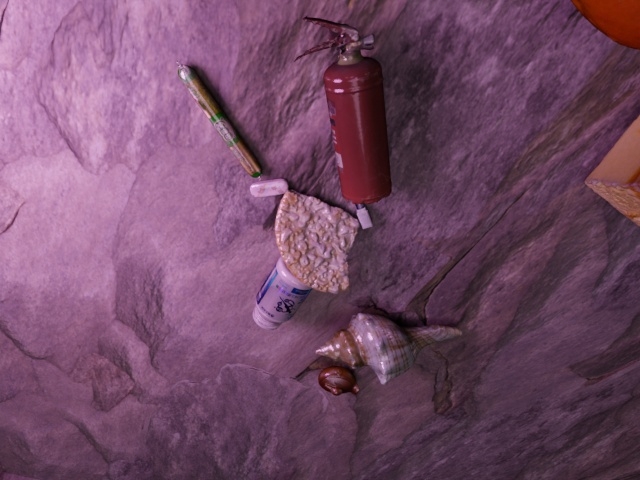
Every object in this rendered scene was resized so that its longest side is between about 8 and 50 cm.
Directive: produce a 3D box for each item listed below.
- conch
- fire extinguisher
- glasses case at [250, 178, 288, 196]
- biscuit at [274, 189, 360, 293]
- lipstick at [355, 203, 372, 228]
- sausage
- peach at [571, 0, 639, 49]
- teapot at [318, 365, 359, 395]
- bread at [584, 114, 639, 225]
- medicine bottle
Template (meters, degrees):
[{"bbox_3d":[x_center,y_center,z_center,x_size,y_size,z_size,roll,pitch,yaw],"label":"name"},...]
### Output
[{"bbox_3d":[0.180,0.292,1.069,0.385,0.170,0.203,10,150,-3],"label":"conch"},{"bbox_3d":[0.046,-0.229,0.734,0.147,0.106,0.337,-15,123,-3],"label":"fire extinguisher"},{"bbox_3d":[-0.110,-0.113,0.873,0.083,0.021,0.032,-7,122,6],"label":"glasses case"},{"bbox_3d":[0.000,0.000,0.898,0.188,0.040,0.266,-29,104,-10],"label":"biscuit"},{"bbox_3d":[0.088,-0.077,0.893,0.025,0.025,0.107,-18,118,13],"label":"lipstick"},{"bbox_3d":[-0.191,-0.225,0.790,0.032,0.033,0.269,-24,121,17],"label":"sausage"},{"bbox_3d":[0.476,-0.408,0.475,0.301,0.343,0.342,43,116,-10],"label":"peach"},{"bbox_3d":[0.055,0.431,1.214,0.129,0.078,0.098,22,123,-14],"label":"teapot"},{"bbox_3d":[0.686,-0.168,0.651,0.242,0.346,0.405,25,114,-7],"label":"bread"},{"bbox_3d":[-0.093,0.131,0.991,0.106,0.107,0.192,24,122,-15],"label":"medicine bottle"}]
